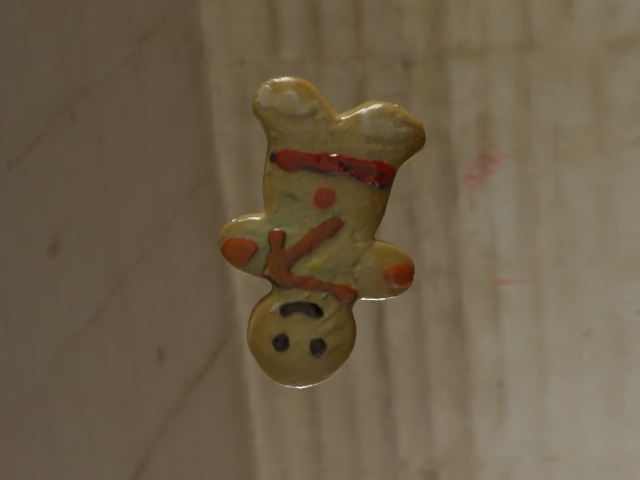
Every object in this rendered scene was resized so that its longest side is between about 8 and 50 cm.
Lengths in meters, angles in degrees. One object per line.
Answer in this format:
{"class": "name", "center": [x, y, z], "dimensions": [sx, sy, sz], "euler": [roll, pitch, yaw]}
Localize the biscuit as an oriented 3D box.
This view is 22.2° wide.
{"class": "biscuit", "center": [0.000, 0.000, 1.248], "dimensions": [0.030, 0.153, 0.234], "euler": [-93, 16, -81]}
